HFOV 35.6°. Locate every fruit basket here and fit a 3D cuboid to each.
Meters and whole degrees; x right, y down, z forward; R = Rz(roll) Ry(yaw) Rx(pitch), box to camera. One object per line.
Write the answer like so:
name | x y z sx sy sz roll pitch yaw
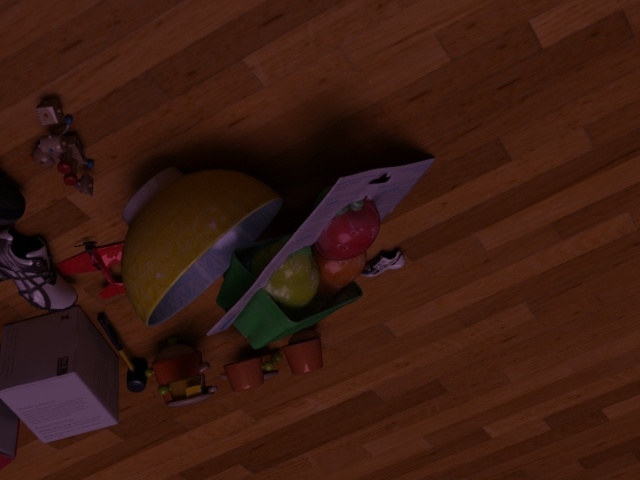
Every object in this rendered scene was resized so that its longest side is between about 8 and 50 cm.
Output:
fruit basket | 0.000 0.000 1.578 0.327 0.165 0.353 -18 147 -57

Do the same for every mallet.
mallet | -0.369 0.211 1.847 0.039 0.062 0.189 -15 137 8

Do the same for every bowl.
bowl | -0.212 -0.019 1.535 0.156 0.289 0.289 45 125 6

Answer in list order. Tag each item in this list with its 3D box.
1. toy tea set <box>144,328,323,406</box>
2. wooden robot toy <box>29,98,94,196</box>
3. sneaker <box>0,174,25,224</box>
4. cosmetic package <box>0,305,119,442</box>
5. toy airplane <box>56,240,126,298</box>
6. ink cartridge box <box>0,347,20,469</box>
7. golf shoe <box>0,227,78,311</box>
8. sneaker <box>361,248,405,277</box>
toy tea set | -0.163 0.216 1.864 0.336 0.124 0.200 -12 176 -25
wooden robot toy | -0.397 -0.126 1.473 0.079 0.076 0.173 -5 139 10
sneaker | -0.504 -0.109 1.453 0.130 0.087 0.227 -27 130 27
cosmetic package | -0.468 0.243 1.797 0.152 0.151 0.183 -16 137 7
toy airplane | -0.369 0.051 1.698 0.151 0.028 0.151 -4 138 -4
ink cartridge box | -0.683 0.350 1.815 0.306 0.226 0.131 -35 132 24
golf shoe | -0.466 0.049 1.641 0.094 0.077 0.198 -35 133 23
sneaker | 0.108 0.038 1.783 0.083 0.032 0.037 -20 124 4
